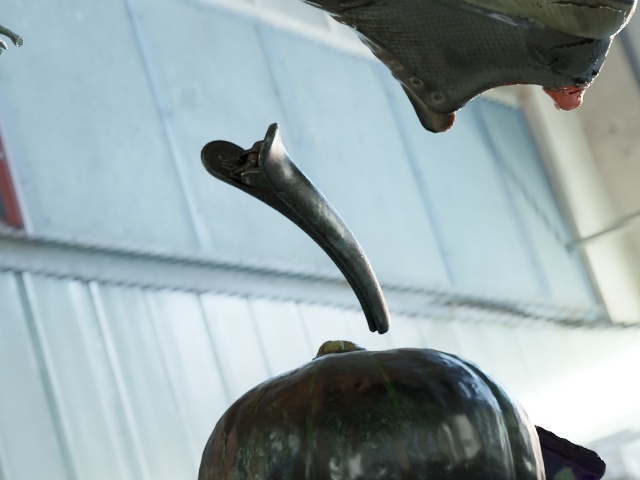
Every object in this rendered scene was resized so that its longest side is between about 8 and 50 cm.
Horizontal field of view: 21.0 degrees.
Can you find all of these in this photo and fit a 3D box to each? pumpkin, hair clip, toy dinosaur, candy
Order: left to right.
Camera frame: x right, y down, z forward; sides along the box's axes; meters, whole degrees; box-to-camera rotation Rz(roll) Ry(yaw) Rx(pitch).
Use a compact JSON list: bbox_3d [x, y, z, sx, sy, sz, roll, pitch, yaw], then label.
[{"bbox_3d":[-0.387,-0.237,1.861,0.039,0.082,0.209,-60,-12,-2],"label":"toy dinosaur"},{"bbox_3d":[0.000,0.000,1.332,0.070,0.039,0.229,-14,-50,35],"label":"hair clip"},{"bbox_3d":[0.041,0.203,1.555,0.315,0.238,0.315,-8,-12,-2],"label":"pumpkin"},{"bbox_3d":[0.234,0.264,1.813,0.070,0.145,0.275,-57,-23,-25],"label":"candy"}]

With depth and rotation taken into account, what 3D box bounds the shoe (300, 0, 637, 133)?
[{"bbox_3d":[0.089,-0.180,1.474,0.337,0.132,0.171,10,-61,-2],"label":"shoe"}]
